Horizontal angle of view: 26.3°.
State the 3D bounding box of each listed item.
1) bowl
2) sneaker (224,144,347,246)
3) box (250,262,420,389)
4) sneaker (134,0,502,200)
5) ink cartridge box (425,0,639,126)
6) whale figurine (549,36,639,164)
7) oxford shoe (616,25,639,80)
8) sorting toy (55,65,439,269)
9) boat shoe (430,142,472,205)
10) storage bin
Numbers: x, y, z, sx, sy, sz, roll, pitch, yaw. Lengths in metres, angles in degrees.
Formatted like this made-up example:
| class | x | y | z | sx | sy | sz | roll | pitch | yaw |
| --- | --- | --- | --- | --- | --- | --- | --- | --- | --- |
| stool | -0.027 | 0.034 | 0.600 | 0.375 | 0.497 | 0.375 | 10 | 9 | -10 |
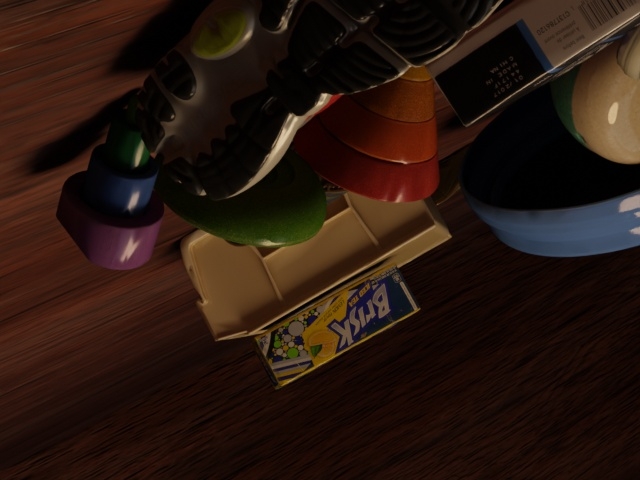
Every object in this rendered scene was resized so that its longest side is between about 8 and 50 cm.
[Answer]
| class | x | y | z | sx | sy | sz | roll | pitch | yaw |
| --- | --- | --- | --- | --- | --- | --- | --- | --- | --- |
| bowl | 0.355 | -0.111 | 1.589 | 0.391 | 0.077 | 0.391 | -22 | -156 | 10 |
| sneaker | -0.006 | -0.062 | 1.268 | 0.192 | 0.064 | 0.086 | -31 | -179 | 17 |
| box | 0.015 | 0.089 | 1.423 | 0.169 | 0.059 | 0.054 | -28 | 176 | -12 |
| sneaker | 0.007 | -0.130 | 0.722 | 0.279 | 0.107 | 0.118 | -31 | -167 | 40 |
| ink cartridge box | 0.213 | -0.183 | 1.106 | 0.165 | 0.065 | 0.333 | -34 | 180 | 29 |
| whale figurine | 0.351 | -0.210 | 1.426 | 0.272 | 0.141 | 0.216 | -47 | 133 | -2 |
| oxford shoe | 0.463 | -0.275 | 1.214 | 0.449 | 0.130 | 0.169 | -37 | 172 | 14 |
| sorting toy | -0.025 | -0.084 | 0.952 | 0.365 | 0.127 | 0.126 | -19 | 139 | -48 |
| boat shoe | 0.174 | -0.082 | 1.931 | 0.152 | 0.056 | 0.049 | -29 | 169 | -5 |
| storage bin | 0.000 | 0.000 | 1.492 | 0.260 | 0.123 | 0.262 | -30 | 174 | 7 |
